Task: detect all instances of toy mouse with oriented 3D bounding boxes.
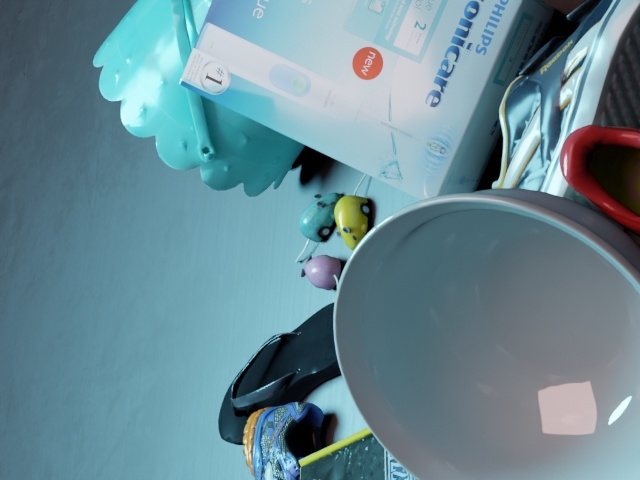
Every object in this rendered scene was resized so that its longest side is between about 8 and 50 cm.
[{"bbox_3d":[0.000,0.000,1.613,0.143,0.031,0.161,-24,54,52],"label":"toy mouse"}]

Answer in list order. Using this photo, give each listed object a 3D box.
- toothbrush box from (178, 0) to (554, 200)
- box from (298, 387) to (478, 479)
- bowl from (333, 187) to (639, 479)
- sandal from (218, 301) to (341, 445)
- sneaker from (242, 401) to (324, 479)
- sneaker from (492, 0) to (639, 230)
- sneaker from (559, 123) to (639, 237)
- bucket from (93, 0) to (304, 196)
[{"bbox_3d":[0.045,-0.188,1.411,0.295,0.126,0.216,27,101,18],"label":"toothbrush box"},{"bbox_3d":[0.083,0.322,1.303,0.257,0.079,0.322,-31,51,45],"label":"box"},{"bbox_3d":[0.170,0.073,1.166,0.298,0.298,0.134,-42,0,40],"label":"bowl"},{"bbox_3d":[-0.046,0.141,1.604,0.254,0.054,0.097,-44,42,38],"label":"sandal"},{"bbox_3d":[-0.028,0.262,1.501,0.087,0.083,0.221,-34,52,35],"label":"sneaker"},{"bbox_3d":[0.237,-0.139,1.225,0.127,0.126,0.321,47,117,49],"label":"sneaker"},{"bbox_3d":[0.290,-0.014,1.065,0.279,0.118,0.107,25,97,40],"label":"sneaker"},{"bbox_3d":[-0.103,-0.209,1.665,0.183,0.281,0.281,-51,38,27],"label":"bucket"}]
